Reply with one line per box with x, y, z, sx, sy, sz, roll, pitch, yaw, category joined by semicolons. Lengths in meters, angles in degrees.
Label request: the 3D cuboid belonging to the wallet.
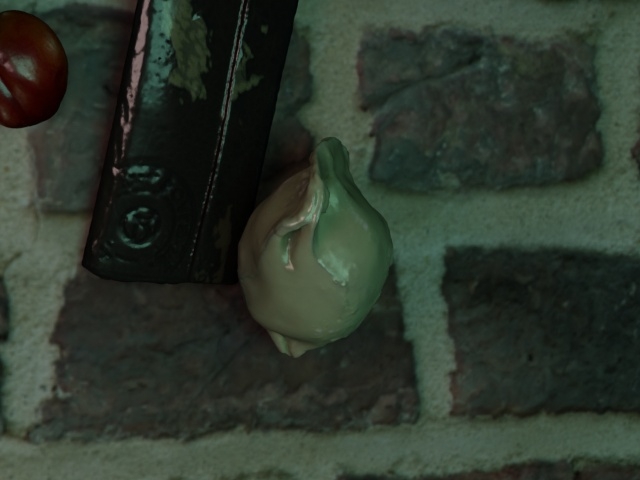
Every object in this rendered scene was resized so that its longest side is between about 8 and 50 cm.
-0.118;-0.111;1.855;0.170;0.044;0.321;5;106;-31;wallet

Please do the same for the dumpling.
0.000;0.000;1.893;0.258;0.147;0.193;88;21;-57;dumpling

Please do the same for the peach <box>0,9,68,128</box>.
-0.270;-0.152;1.752;0.101;0.101;0.100;-7;104;-28;peach
